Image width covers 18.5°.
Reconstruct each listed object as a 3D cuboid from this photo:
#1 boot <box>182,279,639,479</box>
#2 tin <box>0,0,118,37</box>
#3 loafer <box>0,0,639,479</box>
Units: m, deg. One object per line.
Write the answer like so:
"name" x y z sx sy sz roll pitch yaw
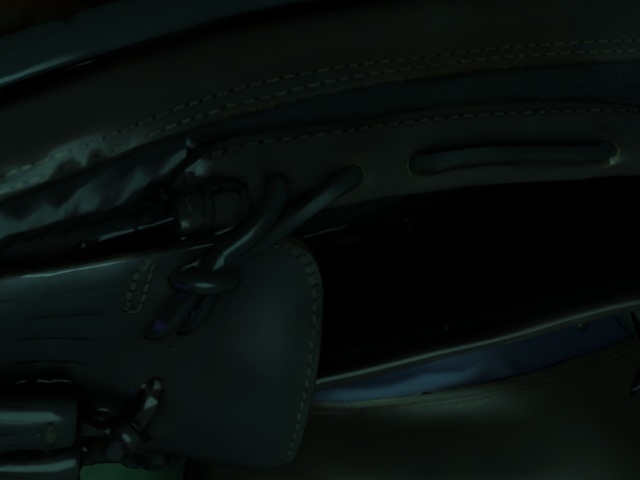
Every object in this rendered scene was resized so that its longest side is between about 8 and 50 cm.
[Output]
"boot" 0.072 0.037 0.460 0.219 0.082 0.106 -13 119 -11
"tin" -0.081 -0.105 0.334 0.189 0.040 0.106 26 106 -28
"loafer" 0.000 0.000 0.369 0.267 0.084 0.096 -21 159 -20
